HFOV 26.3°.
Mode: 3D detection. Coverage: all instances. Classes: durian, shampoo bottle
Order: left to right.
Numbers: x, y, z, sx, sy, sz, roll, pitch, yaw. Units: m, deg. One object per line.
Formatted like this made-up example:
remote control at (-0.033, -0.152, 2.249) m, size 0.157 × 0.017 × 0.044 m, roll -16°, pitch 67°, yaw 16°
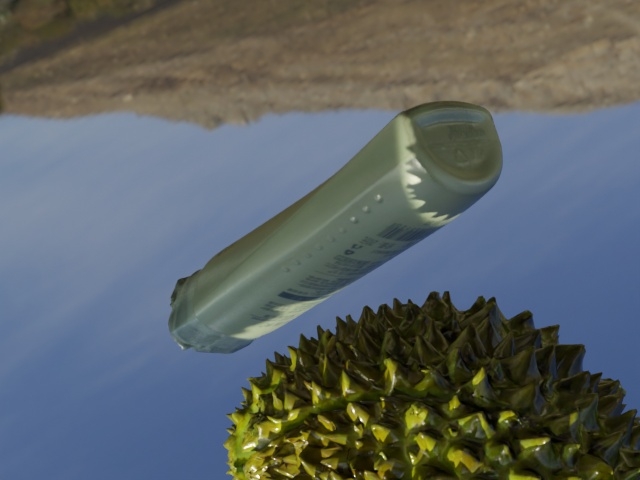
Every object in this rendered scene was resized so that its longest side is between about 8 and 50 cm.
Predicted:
shampoo bottle at (0.000, 0.000, 0.657) m, size 0.072 × 0.049 × 0.212 m, roll -11°, pitch 164°, yaw -43°
durian at (0.057, 0.102, 0.441) m, size 0.146 × 0.159 × 0.198 m, roll -35°, pitch -116°, yaw -13°
